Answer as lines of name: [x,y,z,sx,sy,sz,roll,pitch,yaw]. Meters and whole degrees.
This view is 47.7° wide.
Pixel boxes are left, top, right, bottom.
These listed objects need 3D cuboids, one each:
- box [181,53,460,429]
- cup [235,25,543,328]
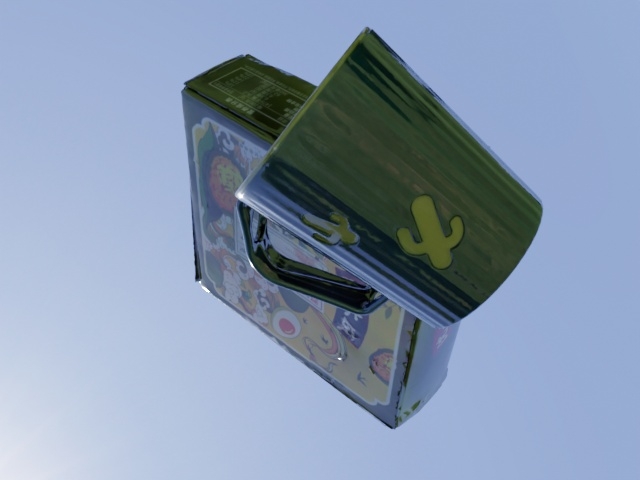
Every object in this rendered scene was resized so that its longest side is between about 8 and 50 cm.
box: [0.000,0.000,0.983,0.420,0.373,0.138,33,-131,28]
cup: [0.034,-0.020,0.467,0.155,0.176,0.131,37,-145,-6]
